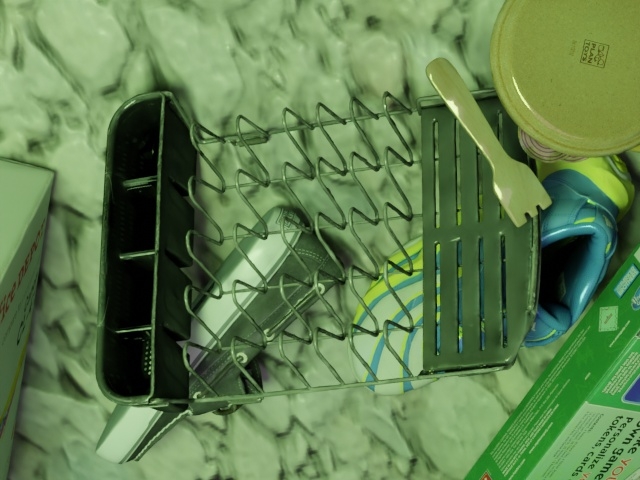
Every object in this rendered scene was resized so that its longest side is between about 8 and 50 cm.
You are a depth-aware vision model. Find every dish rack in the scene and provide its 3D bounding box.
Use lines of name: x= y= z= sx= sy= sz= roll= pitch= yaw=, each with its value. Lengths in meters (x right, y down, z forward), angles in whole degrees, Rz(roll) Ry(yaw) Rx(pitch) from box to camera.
dish rack: x=0.000 y=0.000 z=1.236 sx=0.272 sy=0.208 sz=0.074 roll=-7 pitch=159 yaw=19

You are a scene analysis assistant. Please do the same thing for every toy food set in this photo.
toy food set: x=0.164 y=-0.108 z=1.213 sx=0.192 sy=0.038 sz=0.132 roll=-33 pitch=92 yaw=-6

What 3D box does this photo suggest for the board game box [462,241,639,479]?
board game box: x=0.222 y=0.126 z=1.306 sx=0.213 sy=0.046 sz=0.317 roll=12 pitch=123 yaw=-37

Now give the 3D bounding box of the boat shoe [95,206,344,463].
boat shoe: x=-0.066 y=0.079 z=1.359 sx=0.076 sy=0.080 sz=0.228 roll=35 pitch=108 yaw=-10

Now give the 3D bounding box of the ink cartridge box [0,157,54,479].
ink cartridge box: x=-0.276 y=0.117 z=1.313 sx=0.131 sy=0.226 sz=0.306 roll=13 pitch=118 yaw=-1

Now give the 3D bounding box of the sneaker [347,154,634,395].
sneaker: x=0.101 y=0.035 z=1.285 sx=0.091 sy=0.126 sz=0.240 roll=38 pitch=114 yaw=-13
